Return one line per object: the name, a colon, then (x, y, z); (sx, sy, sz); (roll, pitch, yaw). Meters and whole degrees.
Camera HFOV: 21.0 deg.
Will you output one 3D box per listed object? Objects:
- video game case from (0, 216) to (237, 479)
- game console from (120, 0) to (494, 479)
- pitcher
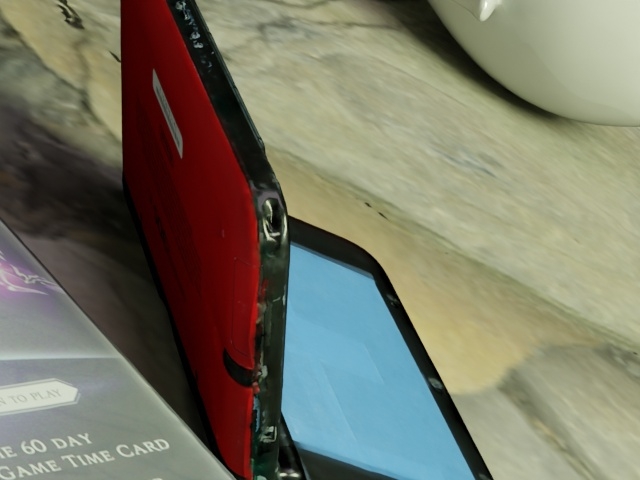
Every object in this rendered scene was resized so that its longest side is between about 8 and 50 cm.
video game case: (-0.105, 0.040, 0.323); (0.274, 0.026, 0.196); (44, 26, 28)
game console: (0.000, 0.000, 0.459); (0.085, 0.124, 0.144); (-7, 36, -15)
pitcher: (0.079, -0.128, 0.782); (0.177, 0.125, 0.207); (-24, 45, -38)
